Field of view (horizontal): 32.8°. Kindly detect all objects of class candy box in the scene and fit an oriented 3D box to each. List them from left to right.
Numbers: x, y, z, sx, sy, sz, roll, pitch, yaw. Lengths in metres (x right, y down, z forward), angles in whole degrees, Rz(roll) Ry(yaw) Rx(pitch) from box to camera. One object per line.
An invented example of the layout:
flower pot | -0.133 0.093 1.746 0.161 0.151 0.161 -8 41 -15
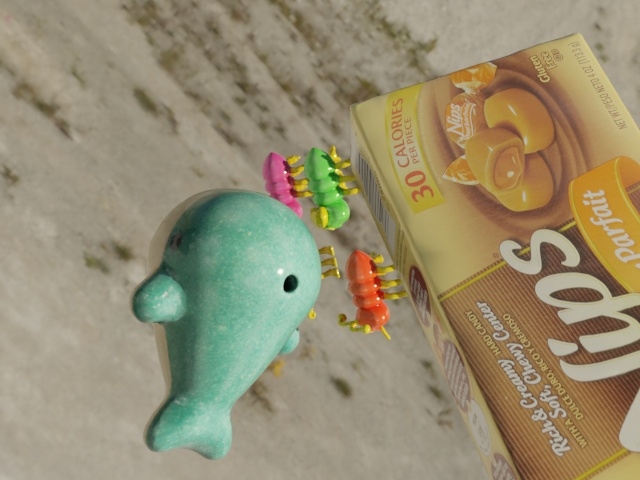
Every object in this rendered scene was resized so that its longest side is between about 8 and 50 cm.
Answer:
candy box | 0.158 0.024 0.737 0.087 0.182 0.317 85 -15 -63

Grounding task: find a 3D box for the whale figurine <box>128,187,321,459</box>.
whale figurine | -0.087 0.084 1.072 0.141 0.272 0.216 5 -12 45

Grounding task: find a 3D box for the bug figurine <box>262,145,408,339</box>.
bug figurine | 0.000 0.000 1.216 0.279 0.072 0.216 9 -64 66
